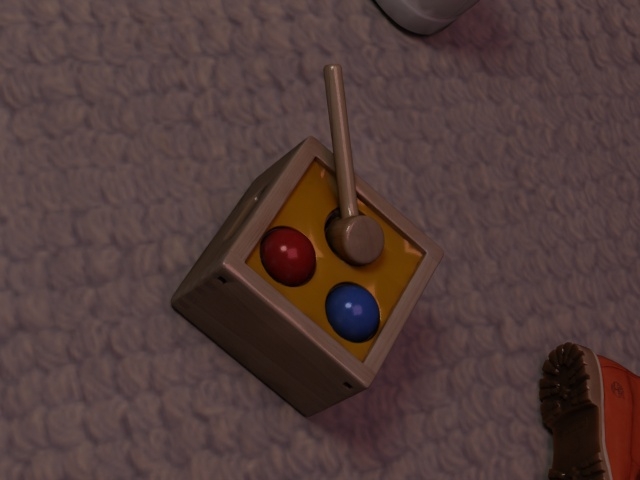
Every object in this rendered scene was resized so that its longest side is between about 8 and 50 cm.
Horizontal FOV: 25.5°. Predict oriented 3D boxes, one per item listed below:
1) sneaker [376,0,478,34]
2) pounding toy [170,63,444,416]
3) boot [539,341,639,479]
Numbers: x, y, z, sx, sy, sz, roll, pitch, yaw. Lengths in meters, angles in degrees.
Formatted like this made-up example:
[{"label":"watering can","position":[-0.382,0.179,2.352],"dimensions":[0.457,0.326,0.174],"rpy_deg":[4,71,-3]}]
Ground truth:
[{"label":"sneaker","position":[0.025,-0.283,0.952],"dimensions":[0.290,0.123,0.106],"rpy_deg":[47,55,-5]},{"label":"pounding toy","position":[0.000,0.000,0.829],"dimensions":[0.130,0.100,0.141],"rpy_deg":[41,55,-12]},{"label":"boot","position":[0.190,0.149,0.914],"dimensions":[0.084,0.059,0.158],"rpy_deg":[20,60,-29]}]
